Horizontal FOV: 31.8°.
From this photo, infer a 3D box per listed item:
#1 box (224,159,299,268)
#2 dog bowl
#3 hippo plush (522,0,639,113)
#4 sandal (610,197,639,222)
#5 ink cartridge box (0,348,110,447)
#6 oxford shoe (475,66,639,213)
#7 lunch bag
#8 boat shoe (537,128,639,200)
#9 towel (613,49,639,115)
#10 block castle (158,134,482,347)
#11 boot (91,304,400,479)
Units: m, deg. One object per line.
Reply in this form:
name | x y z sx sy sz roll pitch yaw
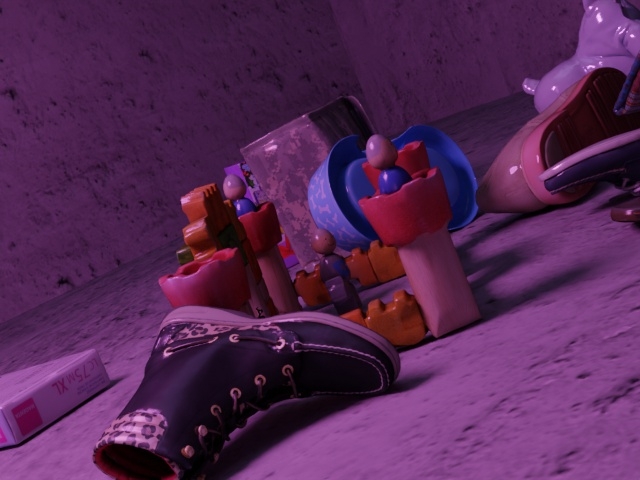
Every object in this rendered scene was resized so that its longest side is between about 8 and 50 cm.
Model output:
box | -0.009 -0.090 2.000 0.293 0.201 0.057 -26 9 -33
dog bowl | 0.103 -0.069 1.617 0.297 0.166 0.074 -14 -13 -42
hippo plush | 0.487 -0.271 1.895 0.294 0.234 0.237 18 -66 -48
sandal | 0.395 -0.072 1.212 0.219 0.060 0.090 -25 8 -20
ink cartridge box | -0.455 0.234 1.526 0.311 0.065 0.186 -15 10 34
oxford shoe | 0.346 -0.145 1.606 0.146 0.141 0.397 -23 4 42
lunch bag | 0.033 -0.107 1.858 0.169 0.235 0.287 -25 6 26
boat shoe | 0.389 -0.098 1.352 0.254 0.079 0.095 -21 5 -7
towel | 0.586 -0.297 1.513 0.370 0.040 0.271 -14 -41 -26
block castle | 0.000 0.000 1.272 0.303 0.213 0.453 -22 8 6
boot | -0.064 0.143 0.966 0.236 0.085 0.179 5 39 22
